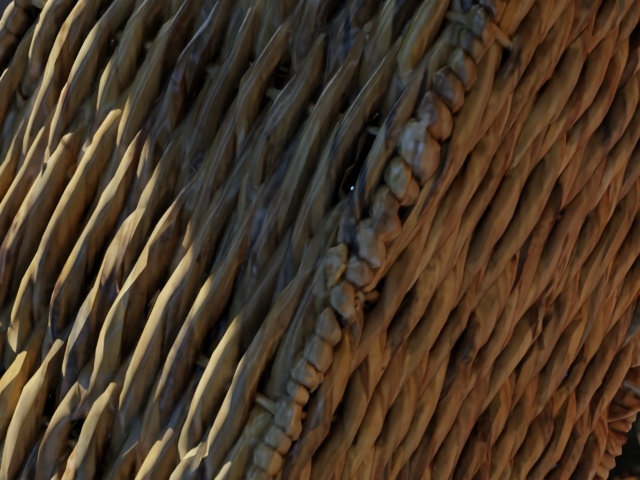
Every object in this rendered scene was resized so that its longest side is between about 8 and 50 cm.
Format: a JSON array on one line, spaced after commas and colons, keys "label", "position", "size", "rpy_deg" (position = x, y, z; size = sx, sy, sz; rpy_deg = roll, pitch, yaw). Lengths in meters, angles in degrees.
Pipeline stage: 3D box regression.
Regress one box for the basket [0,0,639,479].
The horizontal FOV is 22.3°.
[{"label": "basket", "position": [0.000, 0.000, 0.617], "size": [0.223, 0.213, 0.299], "rpy_deg": [20, -84, -52]}]
